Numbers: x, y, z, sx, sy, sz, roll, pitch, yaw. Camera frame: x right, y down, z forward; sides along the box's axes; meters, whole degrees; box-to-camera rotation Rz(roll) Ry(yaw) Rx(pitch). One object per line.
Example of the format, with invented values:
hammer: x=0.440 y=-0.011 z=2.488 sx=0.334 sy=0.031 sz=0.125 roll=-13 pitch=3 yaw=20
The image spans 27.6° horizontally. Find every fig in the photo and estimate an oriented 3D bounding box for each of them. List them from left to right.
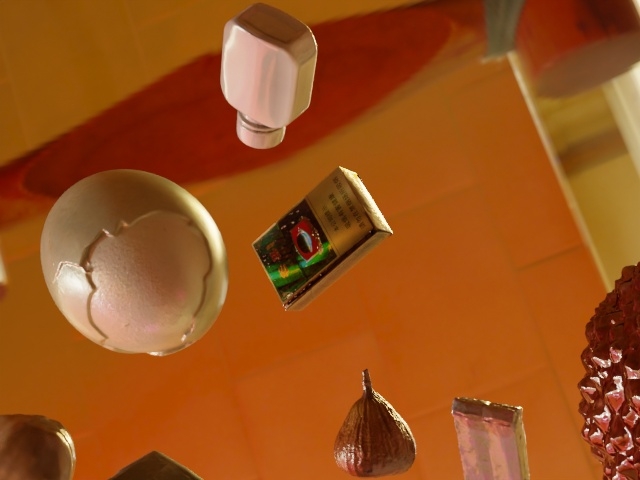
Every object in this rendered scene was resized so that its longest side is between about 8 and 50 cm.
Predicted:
fig: x=0.068 y=0.279 z=1.906 sx=0.119 sy=0.153 sz=0.119 roll=-20 pitch=159 yaw=-8

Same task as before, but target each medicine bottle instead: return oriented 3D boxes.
medicine bottle: x=-0.070 y=-0.205 z=1.668 sx=0.069 sy=0.119 sz=0.183 roll=-45 pitch=156 yaw=-39

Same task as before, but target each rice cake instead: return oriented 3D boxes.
rice cake: x=0.273 y=0.360 z=2.032 sx=0.106 sy=0.050 sz=0.298 roll=8 pitch=130 yaw=26

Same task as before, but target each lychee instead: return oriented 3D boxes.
lychee: x=0.328 y=0.118 z=0.982 sx=0.264 sy=0.264 sz=0.300 roll=-29 pitch=138 yaw=29

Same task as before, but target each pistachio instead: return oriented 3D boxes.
pistachio: x=-0.393 y=0.298 z=1.597 sx=0.237 sy=0.153 sz=0.137 roll=-27 pitch=155 yaw=25

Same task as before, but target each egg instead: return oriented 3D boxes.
egg: x=-0.282 y=0.039 z=2.025 sx=0.278 sy=0.278 sz=0.336 roll=-8 pitch=-157 yaw=-32

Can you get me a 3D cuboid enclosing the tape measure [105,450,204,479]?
tape measure: x=-0.173 y=0.347 z=1.297 sx=0.262 sy=0.138 sz=0.259 roll=-18 pitch=-149 yaw=-41

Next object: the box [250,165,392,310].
box: x=0.000 y=0.000 z=2.395 sx=0.240 sy=0.159 sz=0.071 roll=-42 pitch=152 yaw=20
